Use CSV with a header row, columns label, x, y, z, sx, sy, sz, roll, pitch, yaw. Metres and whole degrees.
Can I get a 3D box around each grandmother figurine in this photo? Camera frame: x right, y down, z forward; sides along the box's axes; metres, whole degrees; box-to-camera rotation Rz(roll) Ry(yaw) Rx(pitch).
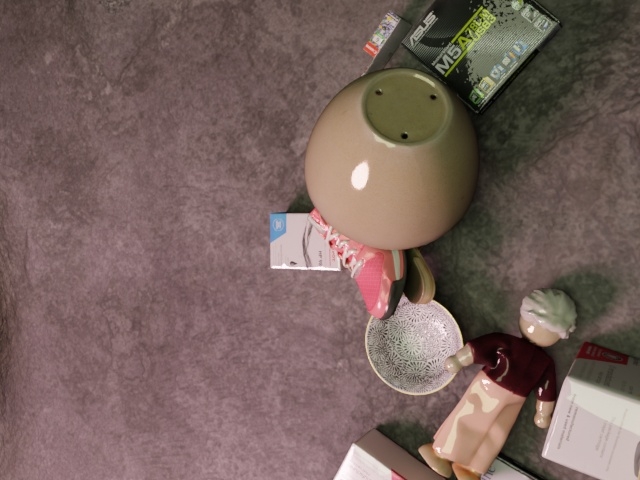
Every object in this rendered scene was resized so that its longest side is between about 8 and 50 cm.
label,x,y,z,sx,sy,sz,roll,pitch,yaw
grandmother figurine,0.289,0.223,1.163,0.208,0.104,0.342,29,98,-24

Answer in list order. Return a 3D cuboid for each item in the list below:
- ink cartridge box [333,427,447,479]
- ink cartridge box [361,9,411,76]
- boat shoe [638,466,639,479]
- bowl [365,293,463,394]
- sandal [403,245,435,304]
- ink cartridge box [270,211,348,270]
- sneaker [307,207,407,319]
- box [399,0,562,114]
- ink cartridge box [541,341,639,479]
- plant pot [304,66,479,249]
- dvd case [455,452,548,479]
label,x,y,z,sx,sy,sz,roll,pitch,yaw
ink cartridge box,0.093,0.485,1.288,0.172,0.100,0.237,32,107,21
ink cartridge box,0.104,-0.332,1.250,0.029,0.063,0.115,42,110,17
boat shoe,0.419,0.280,0.897,0.050,0.045,0.135,9,98,25
bowl,0.169,0.170,1.243,0.170,0.080,0.170,2,94,25
sandal,0.159,0.008,1.239,0.088,0.079,0.240,117,146,-42
ink cartridge box,0.000,0.000,1.324,0.180,0.060,0.104,1,93,26
sneaker,0.047,-0.010,1.214,0.116,0.136,0.314,117,146,-58
box,0.257,-0.334,1.187,0.184,0.045,0.191,47,110,13
ink cartridge box,0.489,0.267,1.013,0.306,0.226,0.131,16,101,23
plant pot,0.116,-0.151,1.112,0.284,0.191,0.284,0,68,-1
dvd case,0.334,0.472,1.214,0.253,0.022,0.180,27,105,22
